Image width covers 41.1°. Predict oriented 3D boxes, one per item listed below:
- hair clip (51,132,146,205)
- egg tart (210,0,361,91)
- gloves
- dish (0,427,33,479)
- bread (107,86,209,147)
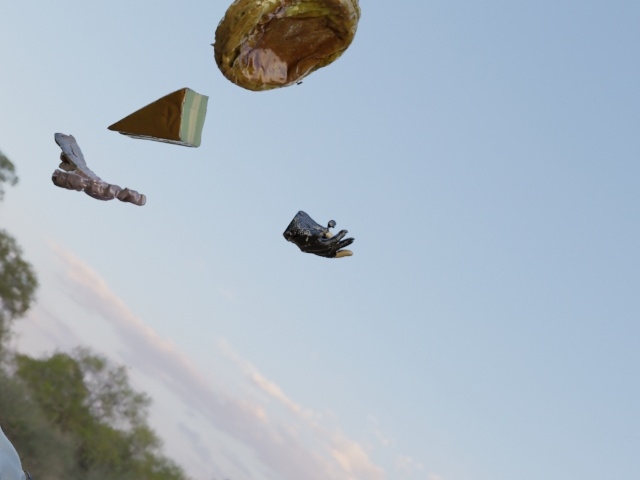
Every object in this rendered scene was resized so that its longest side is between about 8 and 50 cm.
[{"bbox_3d":[-0.454,-0.128,1.648,0.173,0.069,0.300,12,17,-39],"label":"hair clip"},{"bbox_3d":[-0.083,-0.475,1.855,0.352,0.352,0.150,89,-24,-60],"label":"egg tart"},{"bbox_3d":[-0.001,0.002,2.194,0.181,0.106,0.129,35,-18,-1],"label":"gloves"},{"bbox_3d":[-0.469,0.372,1.203,0.081,0.229,0.229,25,-13,-30],"label":"dish"},{"bbox_3d":[-0.256,-0.198,1.337,0.139,0.084,0.074,10,0,24],"label":"bread"}]
